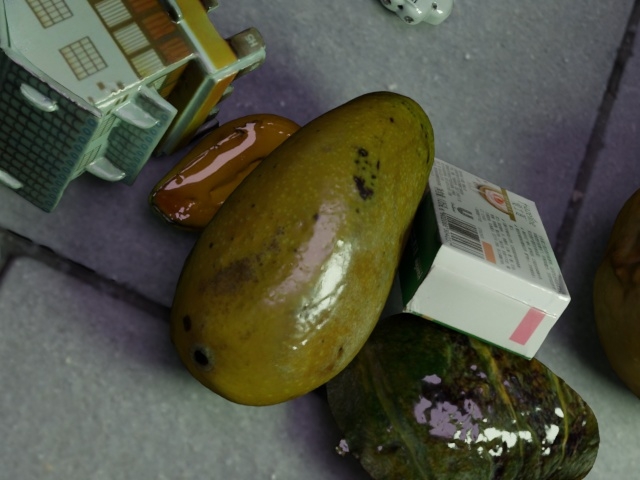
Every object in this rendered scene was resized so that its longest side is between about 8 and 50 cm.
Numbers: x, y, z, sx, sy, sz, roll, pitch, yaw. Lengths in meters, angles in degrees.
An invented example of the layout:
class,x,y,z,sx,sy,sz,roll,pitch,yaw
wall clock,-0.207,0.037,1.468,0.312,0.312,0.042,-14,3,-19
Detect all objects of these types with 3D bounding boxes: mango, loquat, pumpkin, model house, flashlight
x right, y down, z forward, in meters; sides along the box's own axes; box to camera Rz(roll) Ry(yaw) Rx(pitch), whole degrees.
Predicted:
class,x,y,z,sx,sy,sz,roll,pitch,yaw
mango,0.000,0.000,1.149,0.176,0.176,0.329,38,82,-1
mango,-0.078,-0.061,1.211,0.188,0.066,0.101,-28,112,-27
loquat,0.412,0.060,1.269,0.284,0.276,0.276,19,66,-35
pumpkin,0.139,0.176,1.175,0.278,0.111,0.163,38,47,-6
model house,-0.198,-0.157,1.114,0.215,0.224,0.198,-34,88,-28
flashlight,0.129,-0.312,1.392,0.093,0.047,0.200,38,61,-7

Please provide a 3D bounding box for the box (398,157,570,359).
class,x,y,z,sx,sy,sz,roll,pitch,yaw
box,0.145,0.011,1.217,0.135,0.081,0.199,23,28,-13
